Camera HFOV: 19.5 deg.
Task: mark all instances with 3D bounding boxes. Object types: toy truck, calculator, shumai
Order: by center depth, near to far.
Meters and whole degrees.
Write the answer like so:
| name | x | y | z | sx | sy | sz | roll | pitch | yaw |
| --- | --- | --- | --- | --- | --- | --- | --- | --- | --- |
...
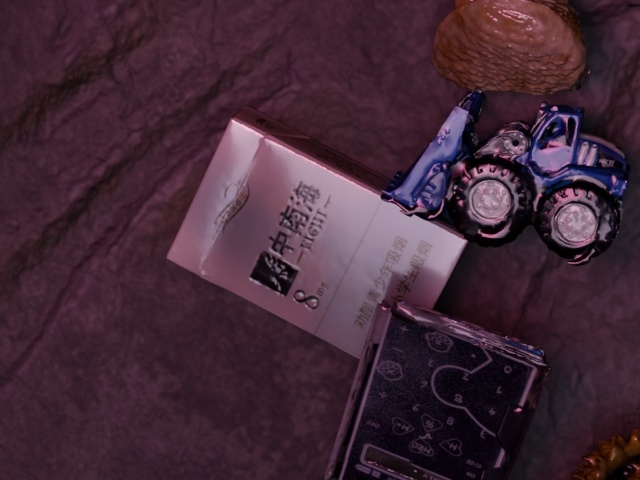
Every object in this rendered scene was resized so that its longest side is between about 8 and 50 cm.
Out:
| name | x | y | z | sx | sy | sz | roll | pitch | yaw |
| --- | --- | --- | --- | --- | --- | --- | --- | --- | --- |
| shumai | 0.170 | -0.194 | 1.598 | 0.145 | 0.145 | 0.116 | 10 | 64 | 9 |
| toy truck | 0.165 | -0.063 | 1.623 | 0.208 | 0.113 | 0.126 | 9 | 106 | 8 |
| calculator | 0.102 | 0.169 | 1.688 | 0.165 | 0.028 | 0.274 | 20 | 133 | 6 |

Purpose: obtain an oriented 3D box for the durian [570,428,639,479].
| name | x | y | z | sx | sy | sz | roll | pitch | yaw |
| --- | --- | --- | --- | --- | --- | --- | --- | --- | --- |
| durian | 0.287 | 0.302 | 1.632 | 0.292 | 0.258 | 0.258 | -5 | 103 | 14 |

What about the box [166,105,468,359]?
| name | x | y | z | sx | sy | sz | roll | pitch | yaw |
| --- | --- | --- | --- | --- | --- | --- | --- | --- | --- |
| box | 0.000 | 0.000 | 1.698 | 0.243 | 0.067 | 0.155 | 28 | 107 | 3 |
